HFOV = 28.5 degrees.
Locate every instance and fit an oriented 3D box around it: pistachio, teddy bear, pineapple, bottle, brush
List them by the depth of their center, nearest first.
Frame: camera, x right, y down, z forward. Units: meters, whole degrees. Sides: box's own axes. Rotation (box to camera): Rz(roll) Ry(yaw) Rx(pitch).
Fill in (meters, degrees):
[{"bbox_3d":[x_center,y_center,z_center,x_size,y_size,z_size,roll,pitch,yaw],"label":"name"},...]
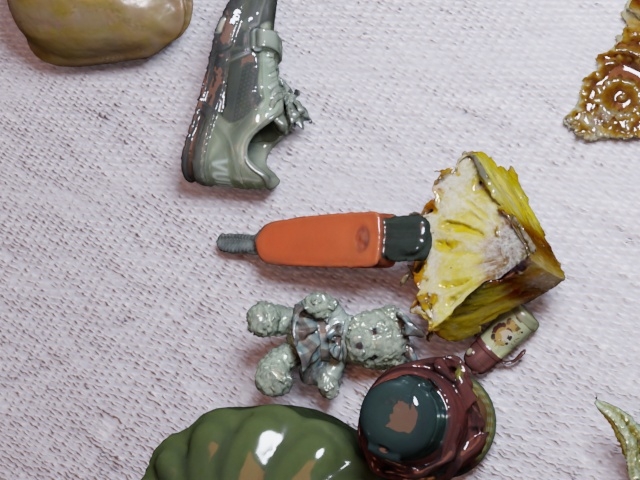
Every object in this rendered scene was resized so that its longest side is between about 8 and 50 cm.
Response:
[{"bbox_3d":[0.121,0.200,1.417,0.143,0.271,0.156,23,88,19],"label":"bottle"},{"bbox_3d":[0.196,0.013,1.495,0.186,0.114,0.236,5,81,45],"label":"pineapple"},{"bbox_3d":[0.215,0.122,1.521,0.101,0.047,0.063,-46,61,7],"label":"bottle"},{"bbox_3d":[0.015,0.126,1.563,0.213,0.111,0.133,-3,99,-5],"label":"teddy bear"},{"bbox_3d":[0.000,0.000,1.571,0.323,0.051,0.070,0,85,36],"label":"brush"},{"bbox_3d":[-0.298,-0.343,1.699,0.260,0.163,0.213,-1,114,15],"label":"pistachio"}]

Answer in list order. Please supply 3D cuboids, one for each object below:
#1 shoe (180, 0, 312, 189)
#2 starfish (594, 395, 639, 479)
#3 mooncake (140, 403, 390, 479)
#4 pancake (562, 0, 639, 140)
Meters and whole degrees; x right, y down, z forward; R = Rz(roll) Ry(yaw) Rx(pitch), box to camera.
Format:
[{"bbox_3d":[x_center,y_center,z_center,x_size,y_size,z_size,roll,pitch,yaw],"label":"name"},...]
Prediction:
[{"bbox_3d":[-0.071,-0.198,1.637,0.149,0.109,0.293,17,89,15],"label":"shoe"},{"bbox_3d":[0.396,0.327,1.403,0.358,0.078,0.347,-23,81,-3],"label":"starfish"},{"bbox_3d":[-0.062,0.370,1.488,0.356,0.194,0.356,-3,79,18],"label":"mooncake"},{"bbox_3d":[0.413,-0.177,1.506,0.244,0.057,0.266,-29,75,11],"label":"pancake"}]
